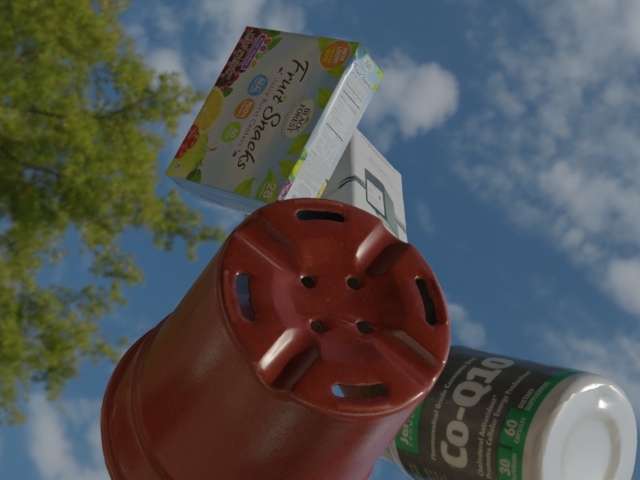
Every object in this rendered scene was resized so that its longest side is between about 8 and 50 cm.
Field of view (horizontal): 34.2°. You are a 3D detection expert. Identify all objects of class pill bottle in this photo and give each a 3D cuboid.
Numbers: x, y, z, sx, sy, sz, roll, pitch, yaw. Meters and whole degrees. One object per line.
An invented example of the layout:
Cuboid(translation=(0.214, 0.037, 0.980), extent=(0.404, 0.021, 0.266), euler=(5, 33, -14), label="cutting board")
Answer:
Cuboid(translation=(0.219, 0.250, 1.397), extent=(0.361, 0.204, 0.204), euler=(5, -66, 52), label="pill bottle")

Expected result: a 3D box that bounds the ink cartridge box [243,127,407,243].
Cuboid(translation=(0.000, 0.000, 1.317), extent=(0.198, 0.273, 0.115), euler=(-37, -67, 21), label="ink cartridge box")

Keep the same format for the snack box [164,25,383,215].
Cuboid(translation=(-0.052, -0.131, 1.167), extent=(0.174, 0.207, 0.070), euler=(17, -15, 37), label="snack box")

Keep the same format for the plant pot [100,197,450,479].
Cuboid(translation=(-0.031, 0.117, 0.913), extent=(0.272, 0.272, 0.265), euler=(48, -39, 11), label="plant pot")
